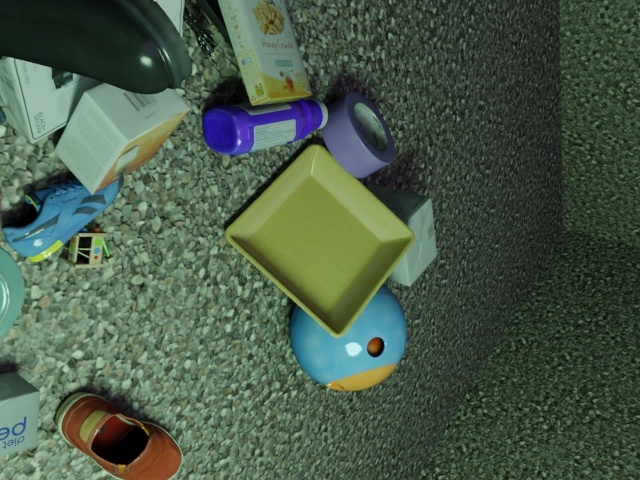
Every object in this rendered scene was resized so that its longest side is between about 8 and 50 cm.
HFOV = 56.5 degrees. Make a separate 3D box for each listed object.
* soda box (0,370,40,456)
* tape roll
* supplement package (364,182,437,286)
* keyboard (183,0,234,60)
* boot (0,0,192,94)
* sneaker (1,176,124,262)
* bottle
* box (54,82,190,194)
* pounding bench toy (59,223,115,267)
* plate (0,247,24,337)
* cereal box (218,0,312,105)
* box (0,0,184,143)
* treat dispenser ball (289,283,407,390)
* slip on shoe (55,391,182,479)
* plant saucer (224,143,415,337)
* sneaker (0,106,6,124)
[{"bbox_3d":[-0.556,0.273,0.838,0.286,0.091,0.098,-4,107,-52],"label":"soda box"},{"bbox_3d":[0.088,-0.246,1.387,0.189,0.080,0.189,34,41,-36],"label":"tape roll"},{"bbox_3d":[0.179,-0.020,1.577,0.149,0.203,0.194,-42,135,-35],"label":"supplement package"},{"bbox_3d":[-0.216,-0.437,1.005,0.317,0.033,0.201,48,44,-49],"label":"keyboard"},{"bbox_3d":[-0.402,-0.132,0.592,0.445,0.367,0.146,-48,161,-17],"label":"boot"},{"bbox_3d":[-0.396,-0.062,0.927,0.209,0.069,0.082,-50,136,-27],"label":"sneaker"},{"bbox_3d":[-0.098,-0.238,1.199,0.283,0.118,0.092,-23,121,-47],"label":"bottle"},{"bbox_3d":[-0.300,-0.166,0.897,0.091,0.170,0.130,50,48,-6],"label":"box"},{"bbox_3d":[-0.379,0.006,0.990,0.083,0.052,0.065,0,104,-52],"label":"pounding bench toy"},{"bbox_3d":[-0.521,0.091,0.866,0.188,0.024,0.188,-24,121,-46],"label":"plate"},{"bbox_3d":[-0.103,-0.375,1.097,0.173,0.047,0.240,-31,106,-59],"label":"cereal box"},{"bbox_3d":[-0.328,-0.284,0.847,0.290,0.087,0.169,-44,168,-32],"label":"box"},{"bbox_3d":[0.068,0.223,1.462,0.288,0.288,0.288,-25,123,-45],"label":"treat dispenser ball"},{"bbox_3d":[-0.362,0.395,1.135,0.123,0.101,0.331,-56,142,-23],"label":"slip on shoe"},{"bbox_3d":[0.000,0.000,1.341,0.333,0.081,0.333,43,63,-4],"label":"plant saucer"},{"bbox_3d":[-0.515,-0.103,0.709,0.300,0.121,0.111,-51,138,-26],"label":"sneaker"}]
